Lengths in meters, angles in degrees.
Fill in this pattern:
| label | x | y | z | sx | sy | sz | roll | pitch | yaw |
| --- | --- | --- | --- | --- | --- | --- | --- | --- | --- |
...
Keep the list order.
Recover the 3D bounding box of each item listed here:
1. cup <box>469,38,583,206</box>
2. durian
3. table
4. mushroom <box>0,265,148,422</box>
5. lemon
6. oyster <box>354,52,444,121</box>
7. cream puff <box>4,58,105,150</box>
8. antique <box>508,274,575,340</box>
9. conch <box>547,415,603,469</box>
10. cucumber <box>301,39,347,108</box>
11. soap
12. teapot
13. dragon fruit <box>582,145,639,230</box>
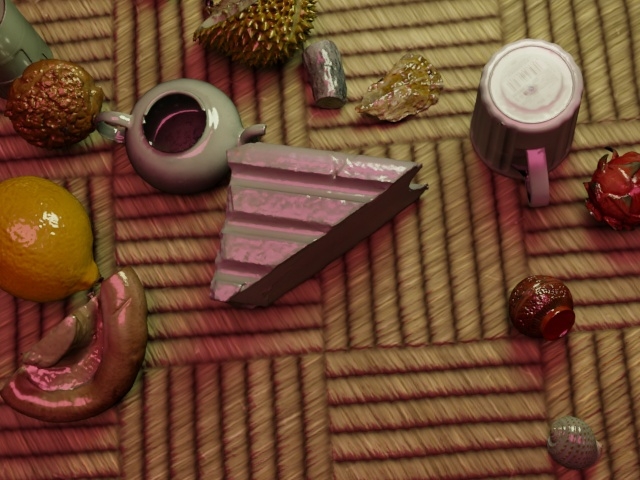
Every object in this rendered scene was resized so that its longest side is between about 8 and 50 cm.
| label | x | y | z | sx | sy | sz | roll | pitch | yaw |
| --- | --- | --- | --- | --- | --- | --- | --- | --- | --- |
| cup | 0.329 | -0.181 | 1.437 | 0.167 | 0.202 | 0.221 | -35 | 75 | -1 |
| durian | -0.107 | -0.357 | 1.565 | 0.193 | 0.138 | 0.237 | -48 | 34 | -14 |
| table | -0.532 | -0.327 | 1.548 | 0.126 | 0.220 | 0.126 | -1 | 76 | 4 |
| mushroom | -0.350 | 0.180 | 1.452 | 0.286 | 0.156 | 0.151 | -45 | 88 | 6 |
| lemon | -0.449 | -0.002 | 1.481 | 0.244 | 0.187 | 0.187 | 40 | 83 | 8 |
| oyster | 0.132 | -0.253 | 1.563 | 0.146 | 0.045 | 0.121 | 1 | 62 | 5 |
| cream puff | -0.438 | -0.216 | 1.545 | 0.150 | 0.165 | 0.115 | 14 | 43 | -15 |
| antique | 0.331 | 0.099 | 1.423 | 0.104 | 0.104 | 0.104 | -1 | 76 | 5 |
| conch | 0.375 | 0.302 | 1.392 | 0.085 | 0.056 | 0.076 | 25 | 93 | 12 |
| cucumber | 0.010 | -0.273 | 1.567 | 0.064 | 0.064 | 0.112 | -15 | 78 | 2 |
| soap | 0.000 | 0.000 | 1.447 | 0.302 | 0.159 | 0.257 | 6 | 74 | 9 |
| teapot | -0.224 | -0.172 | 1.526 | 0.294 | 0.129 | 0.193 | 7 | 76 | 7 |
| dragon fruit | 0.472 | -0.077 | 1.446 | 0.121 | 0.130 | 0.142 | 13 | 55 | 50 |
